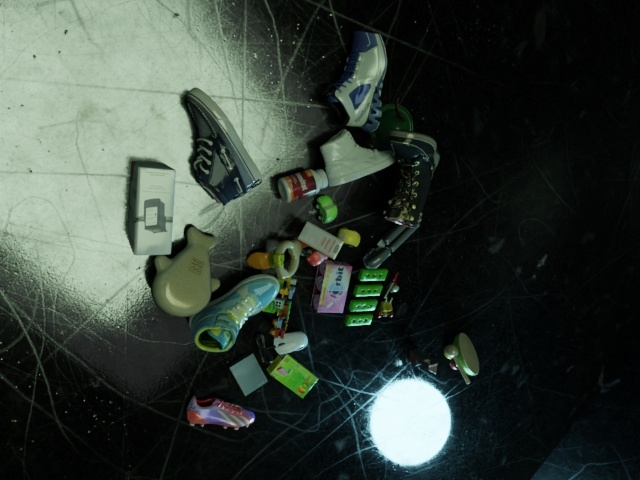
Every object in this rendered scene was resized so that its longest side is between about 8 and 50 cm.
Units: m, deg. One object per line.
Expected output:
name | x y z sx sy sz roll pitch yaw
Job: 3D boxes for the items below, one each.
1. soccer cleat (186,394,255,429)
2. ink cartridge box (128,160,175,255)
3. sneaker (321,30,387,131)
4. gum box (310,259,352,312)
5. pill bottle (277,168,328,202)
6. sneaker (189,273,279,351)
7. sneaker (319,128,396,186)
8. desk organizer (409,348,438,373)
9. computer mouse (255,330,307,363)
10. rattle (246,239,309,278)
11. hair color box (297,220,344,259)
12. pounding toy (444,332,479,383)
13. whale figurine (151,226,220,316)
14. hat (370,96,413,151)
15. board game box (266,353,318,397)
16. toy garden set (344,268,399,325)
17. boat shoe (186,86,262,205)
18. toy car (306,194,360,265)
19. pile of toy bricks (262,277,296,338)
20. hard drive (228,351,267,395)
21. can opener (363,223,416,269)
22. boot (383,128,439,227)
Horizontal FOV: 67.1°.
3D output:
soccer cleat | -0.335 0.587 1.658 0.248 0.083 0.095 13 93 -26
ink cartridge box | -0.474 -0.092 1.348 0.100 0.172 0.237 1 103 -27
sneaker | 0.103 -0.507 1.555 0.182 0.127 0.316 -8 109 -27
gum box | 0.039 0.162 1.739 0.107 0.062 0.189 6 101 -28
pill bottle | -0.057 -0.184 1.584 0.152 0.086 0.086 -21 112 -21
sneaker | -0.256 0.237 1.499 0.319 0.208 0.127 -32 113 -3
sneaker | 0.130 -0.305 1.635 0.292 0.108 0.169 -24 102 -32
desk organizer | 0.421 0.500 1.984 0.047 0.130 0.050 -7 108 -26
computer mouse | -0.127 0.362 1.703 0.192 0.042 0.106 -11 73 -28
rattle | -0.129 0.047 1.646 0.130 0.142 0.200 61 38 -19
hair color box | 0.000 0.000 1.603 0.141 0.043 0.072 30 86 -3
pounding toy | 0.585 0.508 2.074 0.237 0.110 0.183 -13 78 -60
whale figurine | -0.411 0.099 1.475 0.216 0.141 0.272 27 66 -30
hat | 0.282 -0.380 1.646 0.208 0.183 0.173 3 102 -27
board game box | -0.101 0.490 1.767 0.092 0.043 0.181 -49 119 -7
toy garden set | 0.203 0.204 1.815 0.203 0.049 0.244 1 118 -27
boat shoe | -0.317 -0.259 1.407 0.158 0.127 0.341 -43 119 -19
toy car | 0.039 -0.047 1.673 0.239 0.053 0.225 -23 108 -32
pile of toy bricks | -0.155 0.226 1.646 0.105 0.118 0.212 12 108 1
hard drive | -0.254 0.468 1.696 0.094 0.022 0.135 -30 115 -17
can opener | 0.271 0.010 1.805 0.280 0.093 0.074 -44 117 -15
boot | 0.296 -0.202 1.640 0.377 0.138 0.284 16 90 -68
